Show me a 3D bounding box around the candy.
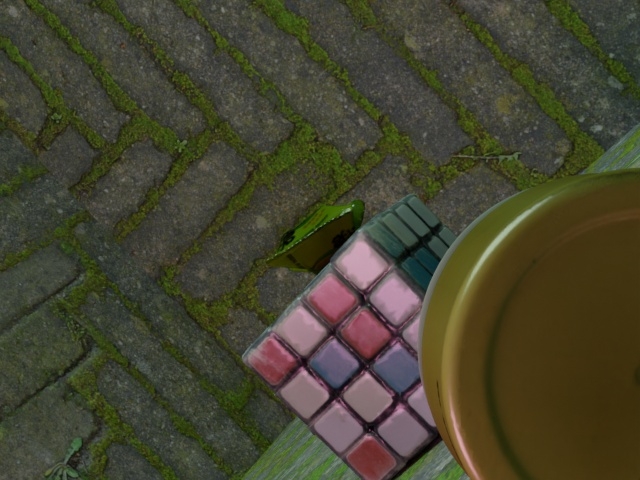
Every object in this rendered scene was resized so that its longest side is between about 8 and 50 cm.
[{"bbox_3d":[0.000,0.000,1.888,0.149,0.069,0.246,-39,-8,6],"label":"candy"}]

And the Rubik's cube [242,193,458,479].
[{"bbox_3d":[0.094,0.125,1.794,0.253,0.259,0.256,-44,-2,22],"label":"Rubik's cube"}]

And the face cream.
[{"bbox_3d":[0.170,0.069,0.784,0.218,0.218,0.179,-44,0,0],"label":"face cream"}]
